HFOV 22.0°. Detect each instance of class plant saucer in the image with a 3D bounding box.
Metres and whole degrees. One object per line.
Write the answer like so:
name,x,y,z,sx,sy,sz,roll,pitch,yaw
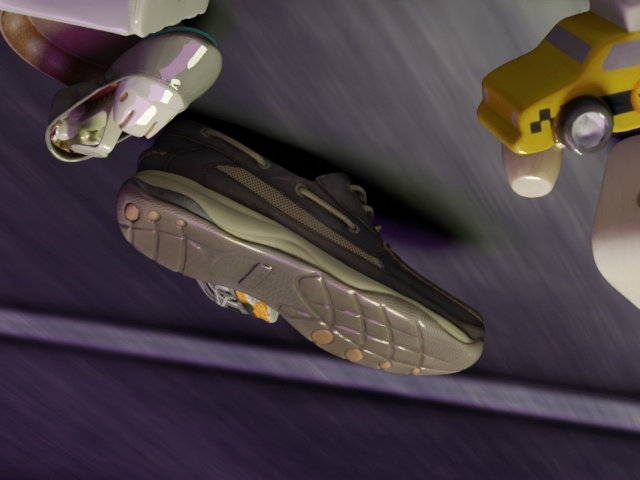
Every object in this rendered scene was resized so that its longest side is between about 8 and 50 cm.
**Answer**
plant saucer,-0.168,-0.160,1.295,0.168,0.029,0.168,12,157,5

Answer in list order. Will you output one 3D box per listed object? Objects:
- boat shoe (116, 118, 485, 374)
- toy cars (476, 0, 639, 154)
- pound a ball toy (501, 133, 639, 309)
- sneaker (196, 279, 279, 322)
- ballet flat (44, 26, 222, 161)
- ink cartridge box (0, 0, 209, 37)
boat shoe,0.000,0.000,1.441,0.355,0.130,0.132,29,151,-17
toy cars,0.285,-0.113,1.003,0.393,0.176,0.087,4,118,28
pound a ball toy,0.305,-0.021,1.194,0.319,0.136,0.208,-7,150,40
sneaker,-0.088,0.023,1.610,0.083,0.084,0.215,15,159,13
ballet flat,-0.148,-0.104,1.287,0.072,0.068,0.213,28,154,-29
ink cartridge box,-0.219,-0.215,0.942,0.306,0.131,0.226,11,-166,3
